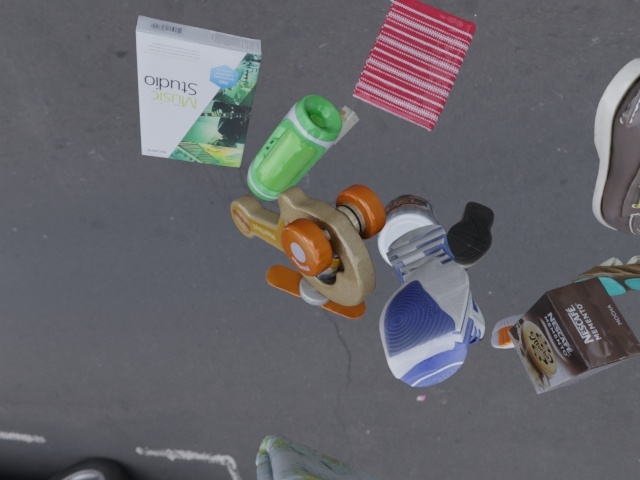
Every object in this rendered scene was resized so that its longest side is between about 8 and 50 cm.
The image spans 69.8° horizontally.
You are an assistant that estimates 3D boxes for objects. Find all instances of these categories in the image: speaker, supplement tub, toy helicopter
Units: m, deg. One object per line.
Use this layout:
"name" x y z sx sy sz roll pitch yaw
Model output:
"speaker" -0.072 -0.217 1.125 0.131 0.131 0.296 44 137 -6
"supplement tub" 0.289 -0.039 1.498 0.193 0.316 0.194 3 108 9
"toy helicopter" -0.041 0.009 0.788 0.355 0.140 0.235 25 139 44

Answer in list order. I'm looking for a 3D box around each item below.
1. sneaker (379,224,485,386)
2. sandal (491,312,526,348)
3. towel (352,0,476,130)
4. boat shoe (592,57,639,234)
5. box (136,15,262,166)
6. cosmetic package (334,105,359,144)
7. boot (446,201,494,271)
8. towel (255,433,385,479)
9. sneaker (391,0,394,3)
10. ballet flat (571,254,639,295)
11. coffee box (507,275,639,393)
"sneaker" 0.186 0.114 0.681 0.127 0.315 0.182 -26 108 20
"sandal" 0.607 0.268 1.342 0.076 0.102 0.265 31 148 -8
"towel" 0.210 -0.400 1.019 0.198 0.031 0.275 24 83 2
"boat shoe" 0.440 -0.093 0.607 0.116 0.096 0.324 -45 137 -3
"box" -0.266 -0.296 0.985 0.232 0.059 0.322 5 146 -15
"cosmetic package" 0.063 -0.374 1.489 0.115 0.060 0.041 -46 137 3
"boot" 0.467 0.059 1.576 0.138 0.377 0.284 25 130 11
"towel" 0.059 0.410 0.703 0.320 0.090 0.374 28 163 -2
"sneaker" 0.236 -0.750 1.138 0.152 0.114 0.305 32 131 -12
"ballet flat" 0.997 0.106 1.500 0.116 0.124 0.342 38 159 -10
"coffee box" 0.542 0.221 1.018 0.118 0.168 0.297 -16 152 -3
